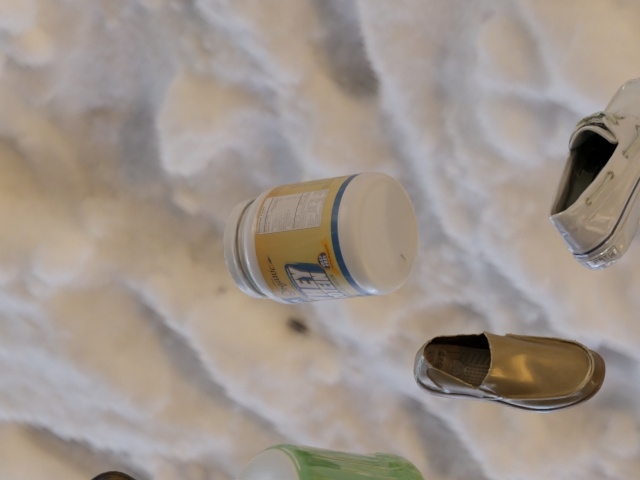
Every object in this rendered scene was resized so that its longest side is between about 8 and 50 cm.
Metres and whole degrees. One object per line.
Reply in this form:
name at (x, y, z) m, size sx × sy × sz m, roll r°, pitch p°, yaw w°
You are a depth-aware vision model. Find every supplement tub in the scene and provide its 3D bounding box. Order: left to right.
supplement tub at (0.000, 0.000, 2.125) m, size 0.199 × 0.144 × 0.144 m, roll -7°, pitch 127°, yaw 36°

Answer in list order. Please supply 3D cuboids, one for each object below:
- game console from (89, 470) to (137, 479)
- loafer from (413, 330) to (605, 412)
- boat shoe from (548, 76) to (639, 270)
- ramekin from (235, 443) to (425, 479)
game console at (-0.104, 0.349, 1.266) m, size 0.250 × 0.293 × 0.173 m, roll 15°, pitch 159°, yaw 42°
loafer at (0.139, 0.098, 1.353) m, size 0.148 × 0.056 × 0.050 m, roll -2°, pitch 161°, yaw 14°
boat shoe at (0.258, -0.079, 1.583) m, size 0.083 × 0.226 × 0.076 m, roll -23°, pitch 123°, yaw 38°
ramekin at (-0.011, 0.362, 1.918) m, size 0.148 × 0.303 × 0.303 m, roll 16°, pitch 145°, yaw -22°
